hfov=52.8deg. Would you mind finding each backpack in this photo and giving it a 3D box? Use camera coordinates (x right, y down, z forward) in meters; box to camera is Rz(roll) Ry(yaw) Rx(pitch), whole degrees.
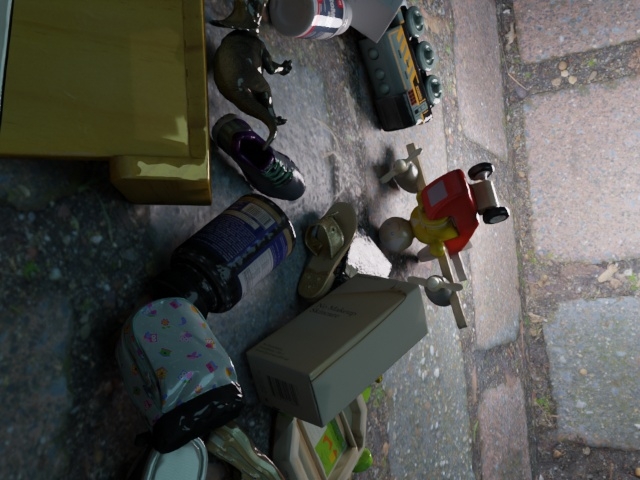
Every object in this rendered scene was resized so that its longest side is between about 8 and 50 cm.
[{"bbox_3d":[-0.191,0.168,0.853,0.152,0.115,0.182,-12,59,-47],"label":"backpack"}]

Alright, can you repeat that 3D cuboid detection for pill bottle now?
[{"bbox_3d":[-0.147,0.032,0.978,0.219,0.123,0.122,-43,121,-37],"label":"pill bottle"},{"bbox_3d":[-0.012,-0.463,1.307,0.180,0.108,0.107,-24,105,-57],"label":"pill bottle"}]

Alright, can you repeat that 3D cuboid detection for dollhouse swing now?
[{"bbox_3d":[-0.303,-0.228,0.853,0.315,0.305,0.346,150,-64,-80],"label":"dollhouse swing"}]

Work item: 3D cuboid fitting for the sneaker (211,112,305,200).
[{"bbox_3d":[-0.093,-0.122,1.111,0.083,0.098,0.224,-49,131,4],"label":"sneaker"}]

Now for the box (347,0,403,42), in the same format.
[{"bbox_3d":[0.094,-0.546,1.429,0.171,0.091,0.130,33,49,-7],"label":"box"}]

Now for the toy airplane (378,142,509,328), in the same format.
[{"bbox_3d":[0.273,-0.025,1.586,0.386,0.273,0.384,-113,-166,-67],"label":"toy airplane"}]

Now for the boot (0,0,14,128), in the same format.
[{"bbox_3d":[-0.398,-0.227,0.630,0.176,0.088,0.244,7,85,-24],"label":"boot"}]

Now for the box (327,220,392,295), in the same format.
[{"bbox_3d":[0.069,0.069,1.367,0.180,0.078,0.147,48,47,-42],"label":"box"}]

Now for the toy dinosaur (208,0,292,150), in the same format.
[{"bbox_3d":[-0.130,-0.278,1.084,0.160,0.121,0.313,32,51,-43],"label":"toy dinosaur"}]

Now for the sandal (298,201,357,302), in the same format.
[{"bbox_3d":[0.006,0.000,1.271,0.079,0.088,0.240,54,47,-47],"label":"sandal"}]

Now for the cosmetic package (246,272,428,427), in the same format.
[{"bbox_3d":[0.038,0.183,1.153,0.309,0.160,0.113,-33,119,-40],"label":"cosmetic package"}]

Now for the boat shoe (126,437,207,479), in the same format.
[{"bbox_3d":[-0.230,0.396,0.823,0.114,0.091,0.302,34,55,-16],"label":"boat shoe"}]

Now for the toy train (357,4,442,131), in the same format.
[{"bbox_3d":[0.195,-0.432,1.610,0.190,0.142,0.333,-40,118,-42],"label":"toy train"}]

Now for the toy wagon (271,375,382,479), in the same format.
[{"bbox_3d":[0.027,0.351,1.263,0.344,0.068,0.267,-47,123,-51],"label":"toy wagon"}]

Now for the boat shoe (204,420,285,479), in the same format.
[{"bbox_3d":[-0.124,0.369,1.035,0.190,0.068,0.072,55,54,-23],"label":"boat shoe"}]
